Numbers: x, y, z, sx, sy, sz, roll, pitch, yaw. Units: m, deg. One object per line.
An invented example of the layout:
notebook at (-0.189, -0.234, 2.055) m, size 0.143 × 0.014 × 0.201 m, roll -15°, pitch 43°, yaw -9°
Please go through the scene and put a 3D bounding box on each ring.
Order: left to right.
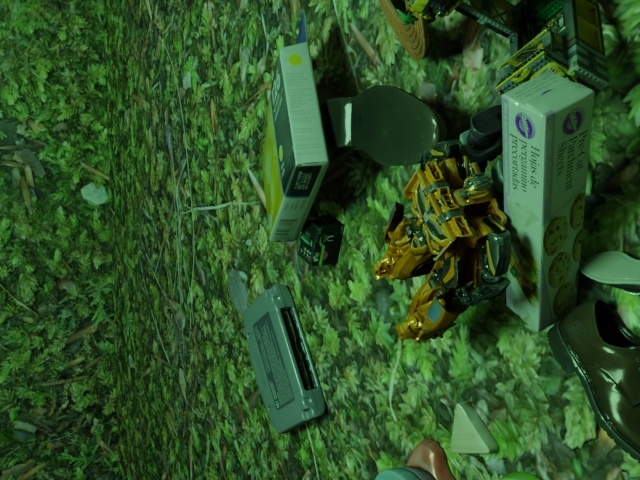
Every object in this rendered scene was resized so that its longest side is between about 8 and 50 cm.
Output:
ring at (0.089, -0.416, 0.936) m, size 0.336 × 0.032 × 0.336 m, roll -23°, pitch -90°, yaw -86°

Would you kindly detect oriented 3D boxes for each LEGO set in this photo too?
LEGO set at (0.240, -0.260, 0.679) m, size 0.331 × 0.255 × 0.192 m, roll -27°, pitch 48°, yaw 46°

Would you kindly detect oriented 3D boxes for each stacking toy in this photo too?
stacking toy at (0.196, 0.420, 0.979) m, size 0.309 × 0.131 × 0.279 m, roll 49°, pitch 134°, yaw 41°

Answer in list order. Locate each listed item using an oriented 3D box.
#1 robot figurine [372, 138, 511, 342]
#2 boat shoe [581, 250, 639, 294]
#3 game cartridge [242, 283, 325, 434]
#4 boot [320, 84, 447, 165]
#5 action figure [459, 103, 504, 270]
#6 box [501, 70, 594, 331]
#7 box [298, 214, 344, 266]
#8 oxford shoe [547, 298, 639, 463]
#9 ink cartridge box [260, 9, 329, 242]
robot figurine at (0.148, 0.012, 0.859) m, size 0.291 × 0.085 × 0.211 m, roll 102°, pitch 151°, yaw -57°
boat shoe at (0.354, 0.040, 0.754) m, size 0.046 × 0.038 × 0.125 m, roll -55°, pitch 26°, yaw -19°
game cartridge at (-0.089, 0.265, 1.470) m, size 0.196 × 0.060 × 0.294 m, roll -41°, pitch 61°, yaw 48°
boot at (0.112, -0.174, 1.013) m, size 0.305 × 0.115 × 0.112 m, roll 25°, pitch 113°, yaw 61°
action figure at (0.211, -0.057, 0.911) m, size 0.185 × 0.099 × 0.285 m, roll 63°, pitch 157°, yaw 18°
box at (0.251, -0.028, 0.754) m, size 0.063 × 0.067 × 0.323 m, roll 46°, pitch 158°, yaw 45°
box at (0.000, 0.000, 1.276) m, size 0.052 × 0.062 × 0.083 m, roll 38°, pitch 127°, yaw 48°
oxford shoe at (0.350, 0.162, 0.743) m, size 0.227 × 0.083 × 0.096 m, roll 60°, pitch 136°, yaw 31°
ink cartridge box at (-0.061, -0.196, 1.214) m, size 0.303 × 0.072 × 0.307 m, roll 114°, pitch 149°, yaw -64°
